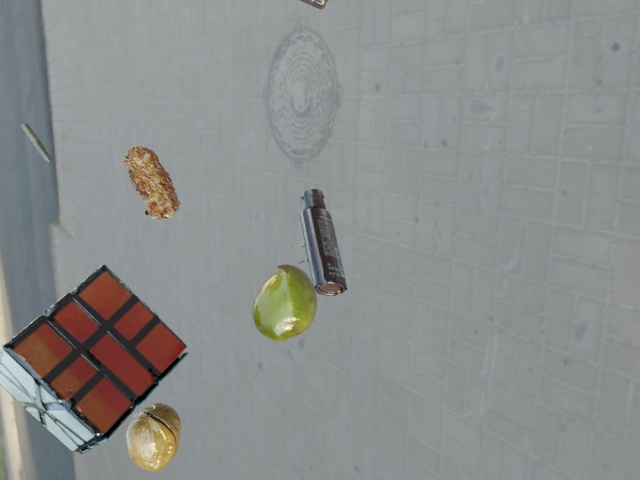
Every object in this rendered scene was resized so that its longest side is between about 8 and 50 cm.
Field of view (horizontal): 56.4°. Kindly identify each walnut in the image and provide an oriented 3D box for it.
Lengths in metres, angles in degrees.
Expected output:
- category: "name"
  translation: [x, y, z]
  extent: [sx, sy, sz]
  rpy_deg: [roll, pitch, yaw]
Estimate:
- category: "walnut"
  translation: [-0.426, 0.499, 1.532]
  extent: [0.144, 0.144, 0.180]
  rpy_deg: [42, 139, 44]

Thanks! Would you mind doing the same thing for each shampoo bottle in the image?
- category: "shampoo bottle"
  translation: [0.000, 0.000, 1.774]
  extent: [0.084, 0.129, 0.323]
  rpy_deg: [-30, 59, 30]

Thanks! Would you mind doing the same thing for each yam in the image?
- category: "yam"
  translation: [-0.766, -0.264, 1.612]
  extent: [0.021, 0.021, 0.116]
  rpy_deg: [-3, 123, 56]

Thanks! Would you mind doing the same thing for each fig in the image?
- category: "fig"
  translation: [-0.070, 0.129, 1.200]
  extent: [0.135, 0.120, 0.153]
  rpy_deg: [-1, 64, 35]

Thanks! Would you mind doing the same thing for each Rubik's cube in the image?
- category: "Rubik's cube"
  translation: [-0.522, 0.277, 1.353]
  extent: [0.293, 0.283, 0.288]
  rpy_deg: [47, 140, -3]

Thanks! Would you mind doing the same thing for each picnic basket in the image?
- category: "picnic basket"
  translation: [-0.045, 0.035, 1.844]
  extent: [0.083, 0.083, 0.065]
  rpy_deg: [101, 151, -63]

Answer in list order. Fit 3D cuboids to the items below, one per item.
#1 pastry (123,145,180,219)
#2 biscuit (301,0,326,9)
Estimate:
- category: "pastry"
  translation: [-0.363, -0.120, 1.281]
  extent: [0.063, 0.087, 0.170]
  rpy_deg: [-18, 95, 63]
- category: "biscuit"
  translation: [-0.153, -0.707, 1.537]
  extent: [0.107, 0.388, 0.073]
  rpy_deg: [-103, 34, -74]
